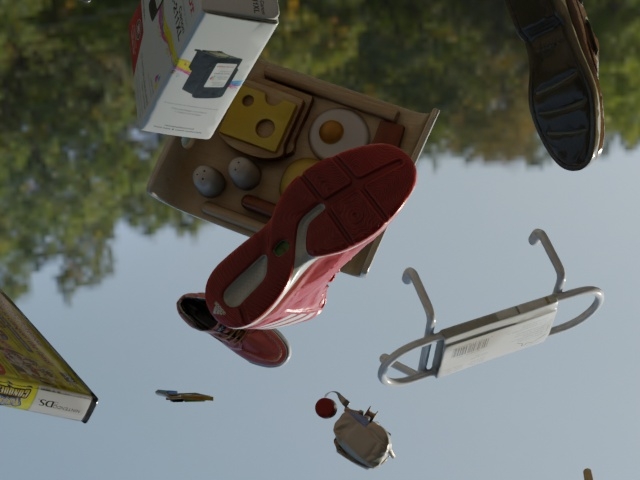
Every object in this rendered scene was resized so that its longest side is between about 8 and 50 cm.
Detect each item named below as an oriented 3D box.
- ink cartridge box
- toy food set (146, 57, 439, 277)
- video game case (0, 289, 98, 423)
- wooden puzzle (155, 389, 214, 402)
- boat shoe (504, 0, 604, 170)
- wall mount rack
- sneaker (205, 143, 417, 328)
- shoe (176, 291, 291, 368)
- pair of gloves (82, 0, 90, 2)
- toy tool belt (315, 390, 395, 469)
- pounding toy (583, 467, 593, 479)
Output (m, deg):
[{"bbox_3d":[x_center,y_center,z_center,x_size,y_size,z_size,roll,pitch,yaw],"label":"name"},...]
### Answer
[{"bbox_3d":[-0.108,-0.194,1.392,0.072,0.175,0.127,6,-124,-23],"label":"ink cartridge box"},{"bbox_3d":[-0.034,-0.105,1.895,0.306,0.219,0.092,21,171,18],"label":"toy food set"},{"bbox_3d":[-0.399,0.095,1.665,0.248,0.035,0.275,18,-167,-41],"label":"video game case"},{"bbox_3d":[-0.197,0.227,2.269,0.079,0.014,0.116,5,177,-14],"label":"wooden puzzle"},{"bbox_3d":[0.351,-0.255,2.202,0.111,0.307,0.104,-9,-174,42],"label":"boat shoe"},{"bbox_3d":[0.220,0.119,2.261,0.350,0.304,0.130,-16,-120,-14],"label":"wall mount rack"},{"bbox_3d":[0.000,0.000,1.417,0.221,0.087,0.128,-35,165,6],"label":"sneaker"},{"bbox_3d":[-0.129,0.132,2.284,0.178,0.063,0.081,31,-176,13],"label":"shoe"},{"bbox_3d":[-0.160,-0.208,1.072,0.074,0.083,0.010,26,-179,-44],"label":"pair of gloves"},{"bbox_3d":[0.033,0.178,1.470,0.083,0.052,0.051,39,-174,16],"label":"toy tool belt"},{"bbox_3d":[0.432,0.442,2.343,0.154,0.155,0.269,25,170,2],"label":"pounding toy"}]
